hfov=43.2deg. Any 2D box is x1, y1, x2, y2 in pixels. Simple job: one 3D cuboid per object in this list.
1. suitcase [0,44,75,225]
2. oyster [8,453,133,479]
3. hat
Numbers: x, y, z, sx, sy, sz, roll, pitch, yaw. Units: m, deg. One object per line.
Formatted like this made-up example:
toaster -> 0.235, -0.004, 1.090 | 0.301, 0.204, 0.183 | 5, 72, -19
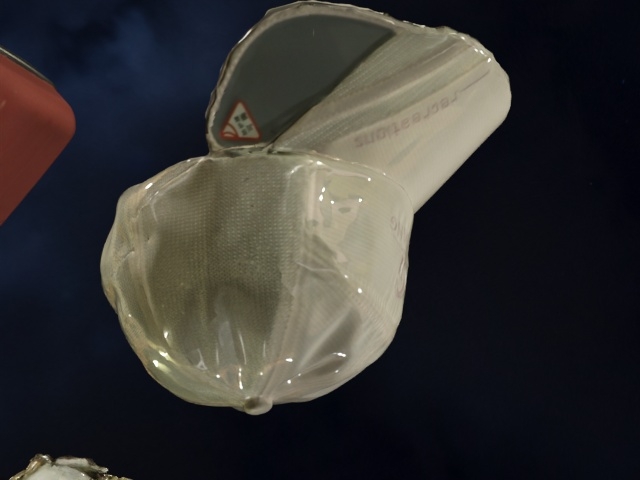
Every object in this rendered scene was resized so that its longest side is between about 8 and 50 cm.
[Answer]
suitcase -> -0.402, -0.076, 0.760 | 0.161, 0.236, 0.297 | 40, -88, 17
oyster -> -0.238, 0.311, 0.731 | 0.223, 0.214, 0.083 | 59, -37, 9
hat -> 0.005, -0.007, 0.493 | 0.275, 0.232, 0.161 | -38, -109, -7
